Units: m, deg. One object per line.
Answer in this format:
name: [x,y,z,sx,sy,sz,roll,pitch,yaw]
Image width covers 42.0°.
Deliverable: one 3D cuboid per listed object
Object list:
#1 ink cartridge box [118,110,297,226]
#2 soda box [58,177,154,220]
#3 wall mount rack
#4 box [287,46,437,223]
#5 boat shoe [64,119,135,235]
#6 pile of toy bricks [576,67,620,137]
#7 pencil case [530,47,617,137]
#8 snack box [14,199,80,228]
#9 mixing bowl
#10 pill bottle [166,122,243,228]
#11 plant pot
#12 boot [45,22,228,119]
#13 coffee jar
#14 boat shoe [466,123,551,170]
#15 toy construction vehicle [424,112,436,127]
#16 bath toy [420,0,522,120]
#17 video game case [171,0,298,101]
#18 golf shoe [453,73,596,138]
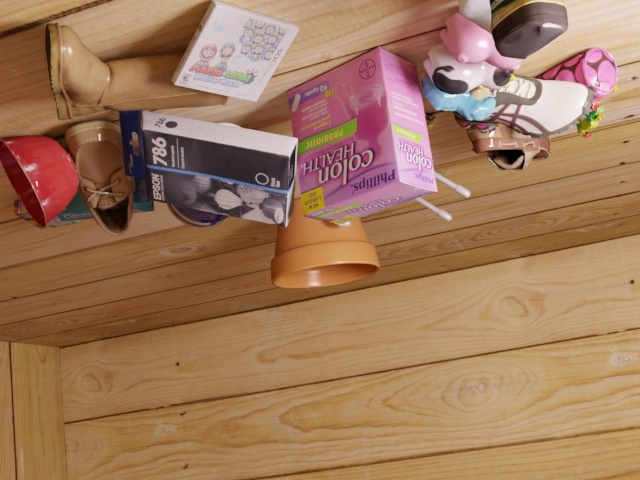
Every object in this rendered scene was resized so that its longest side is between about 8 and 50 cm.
ink cartridge box: [-0.209,-0.131,1.482,0.332,0.065,0.165,11,133,8]
soda box: [-0.481,-0.093,1.856,0.210,0.067,0.071,-6,166,-5]
wall mount rack: [0.180,-0.118,2.007,0.304,0.130,0.350,-7,167,-5]
box: [0.069,-0.177,1.462,0.213,0.243,0.117,-18,164,37]
boat shoe: [-0.417,-0.117,1.638,0.121,0.110,0.341,-11,158,-7]
pile of toy bricks: [0.530,-0.260,1.677,0.118,0.105,0.212,-3,166,-19]
pencil case: [0.460,-0.277,1.579,0.095,0.098,0.209,19,154,-24]
snack box: [-0.634,-0.066,1.940,0.100,0.037,0.141,-11,166,4]
mixing bowl: [-0.514,-0.125,1.551,0.098,0.181,0.181,-30,177,-26]
pill bottle: [-0.218,-0.129,1.678,0.153,0.153,0.264,-3,166,-21]
plant pot: [0.000,0.000,2.230,0.291,0.203,0.291,-8,167,-2]
boot: [-0.271,-0.264,1.266,0.269,0.089,0.236,-8,169,-14]
coffee jar: [0.254,-0.330,1.062,0.079,0.184,0.096,-1,164,-27]
boat shoe: [0.401,-0.204,1.786,0.123,0.116,0.324,-9,168,39]
toy construction vehicle: [0.179,-0.235,1.726,0.098,0.035,0.086,1,164,-32]
bath toy: [0.264,-0.300,1.309,0.151,0.129,0.348,-31,170,-10]
video game case: [-0.128,-0.281,1.256,0.157,0.019,0.143,4,133,-42]
golf shoe: [0.352,-0.255,1.510,0.273,0.105,0.120,3,157,35]
